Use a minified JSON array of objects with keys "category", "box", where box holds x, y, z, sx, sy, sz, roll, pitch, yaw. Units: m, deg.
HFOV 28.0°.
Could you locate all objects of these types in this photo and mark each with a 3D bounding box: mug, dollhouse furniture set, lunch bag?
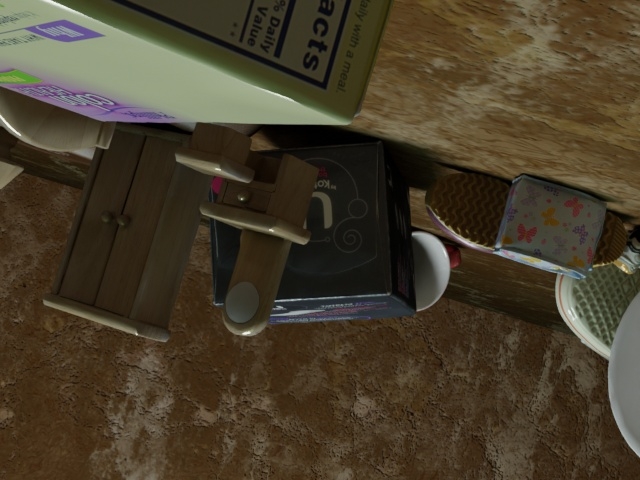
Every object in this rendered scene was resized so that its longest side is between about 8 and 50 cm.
[{"category":"mug","box":[0.107,0.037,1.853,0.150,0.113,0.169,21,178,-31]},{"category":"dollhouse furniture set","box":[-0.228,-0.041,0.966,0.303,0.174,0.355,13,175,34]},{"category":"lunch bag","box":[0.198,-0.010,1.099,0.083,0.071,0.053,15,175,0]}]

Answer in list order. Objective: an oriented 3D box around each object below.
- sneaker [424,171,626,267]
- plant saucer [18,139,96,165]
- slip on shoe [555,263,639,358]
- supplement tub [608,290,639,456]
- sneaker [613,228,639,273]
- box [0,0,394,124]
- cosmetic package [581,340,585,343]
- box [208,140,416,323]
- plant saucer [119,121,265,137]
[{"category":"sneaker","box":[0.181,-0.010,1.176,0.185,0.069,0.084,17,171,-1]},{"category":"plant saucer","box":[-0.370,-0.141,1.807,0.198,0.036,0.198,16,177,1]},{"category":"slip on shoe","box":[0.331,0.067,1.376,0.101,0.123,0.331,18,-177,38]},{"category":"supplement tub","box":[0.428,0.140,1.132,0.316,0.228,0.228,19,175,-36]},{"category":"sneaker","box":[0.301,0.006,1.209,0.032,0.037,0.083,36,-158,9]},{"category":"box","box":[-0.123,-0.130,0.409,0.243,0.117,0.213,19,175,-30]},{"category":"cosmetic package","box":[0.537,0.152,1.806,0.284,0.097,0.377,16,177,19]},{"category":"box","box":[0.000,0.000,1.244,0.165,0.143,0.270,-4,173,8]},{"category":"plant saucer","box":[-0.196,-0.135,1.130,0.310,0.050,0.310,17,176,1]}]
